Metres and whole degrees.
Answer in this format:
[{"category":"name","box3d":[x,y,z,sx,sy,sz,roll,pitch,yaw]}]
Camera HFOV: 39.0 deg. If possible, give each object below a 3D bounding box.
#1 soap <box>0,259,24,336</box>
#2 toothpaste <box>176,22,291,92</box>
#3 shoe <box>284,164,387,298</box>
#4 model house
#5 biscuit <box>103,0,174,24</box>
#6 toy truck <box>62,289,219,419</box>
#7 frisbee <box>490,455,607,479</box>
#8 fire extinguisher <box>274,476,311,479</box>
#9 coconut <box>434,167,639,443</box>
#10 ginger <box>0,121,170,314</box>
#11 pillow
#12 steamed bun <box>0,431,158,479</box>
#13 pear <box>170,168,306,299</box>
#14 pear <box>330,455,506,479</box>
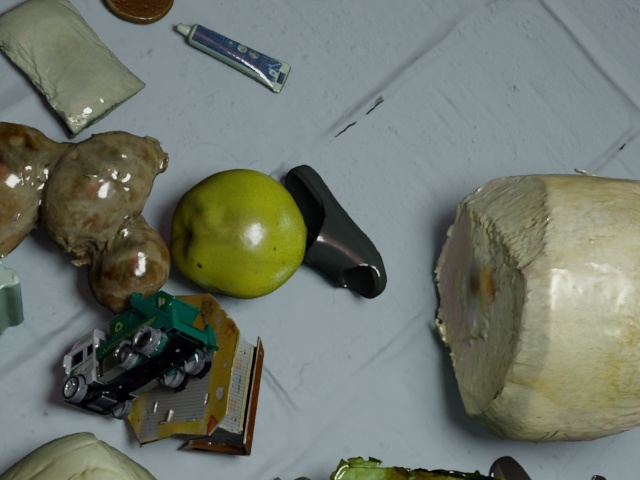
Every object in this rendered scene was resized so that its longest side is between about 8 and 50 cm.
[{"category":"soap","box3d":[-0.446,0.063,1.170,0.114,0.198,0.063,41,64,2]},{"category":"toothpaste","box3d":[-0.144,-0.306,1.476,0.197,0.035,0.057,25,72,-10]},{"category":"shoe","box3d":[0.000,0.000,1.377,0.093,0.108,0.241,-27,74,-26]},{"category":"model house","box3d":[-0.148,0.193,1.268,0.136,0.207,0.219,34,52,-42]},{"category":"biscuit","box3d":[-0.309,-0.429,1.473,0.124,0.026,0.175,-27,82,-24]},{"category":"toy truck","box3d":[-0.244,0.144,1.202,0.110,0.216,0.116,34,34,-43]},{"category":"frisbee","box3d":[0.346,0.432,1.383,0.210,0.012,0.188,19,69,-10]},{"category":"fire extinguisher","box3d":[-0.071,0.419,1.178,0.147,0.106,0.337,39,38,12]},{"category":"coconut","box3d":[0.384,0.093,1.312,0.404,0.404,0.405,5,70,-15]},{"category":"ginger","box3d":[-0.373,-0.061,1.251,0.375,0.176,0.256,20,77,-10]},{"category":"pillow","box3d":[-0.394,-0.281,1.387,0.148,0.050,0.230,-38,86,-31]},{"category":"steamed bun","box3d":[-0.327,0.368,1.098,0.272,0.273,0.290,38,61,16]},{"category":"pear","box3d":[-0.115,-0.010,1.300,0.198,0.198,0.198,5,70,-15]},{"category":"pear","box3d":[0.147,0.414,1.231,0.238,0.255,0.164,1,60,21]}]
